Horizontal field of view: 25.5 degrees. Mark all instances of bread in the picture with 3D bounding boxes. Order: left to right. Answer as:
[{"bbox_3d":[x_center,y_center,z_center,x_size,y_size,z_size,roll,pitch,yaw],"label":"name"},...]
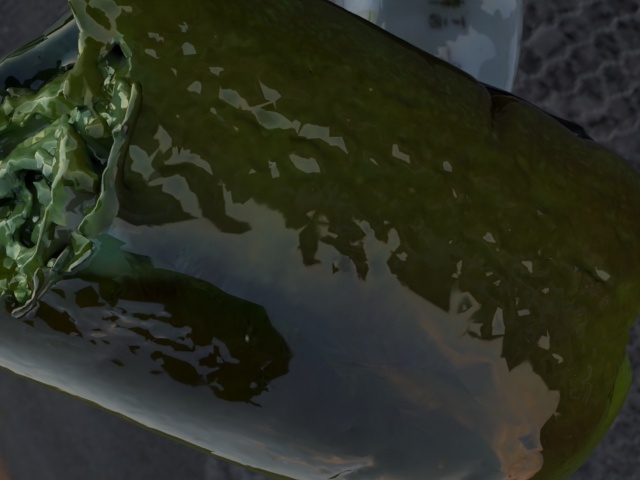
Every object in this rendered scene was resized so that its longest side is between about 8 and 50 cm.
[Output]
[{"bbox_3d":[0.000,0.000,0.737,0.377,0.251,0.208,26,173,-20],"label":"bread"}]

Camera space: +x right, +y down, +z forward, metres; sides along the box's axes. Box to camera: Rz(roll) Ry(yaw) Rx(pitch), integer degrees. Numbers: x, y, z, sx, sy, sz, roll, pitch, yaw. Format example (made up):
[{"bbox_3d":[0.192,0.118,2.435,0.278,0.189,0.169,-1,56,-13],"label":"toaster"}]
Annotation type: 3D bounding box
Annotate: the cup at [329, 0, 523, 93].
[{"bbox_3d":[0.025,-0.196,1.353,0.163,0.347,0.347,5,168,-29],"label":"cup"}]
